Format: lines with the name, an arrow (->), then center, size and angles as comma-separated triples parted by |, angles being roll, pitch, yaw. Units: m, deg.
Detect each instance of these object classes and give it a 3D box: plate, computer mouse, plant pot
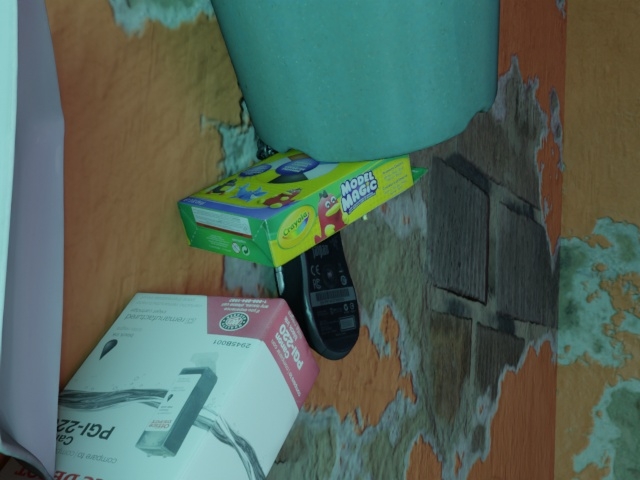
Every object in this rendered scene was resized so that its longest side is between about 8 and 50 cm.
plate -> -0.181, -0.008, 0.488 | 0.277, 0.045, 0.277 | 124, -37, -67
computer mouse -> 0.000, 0.000, 0.961 | 0.184, 0.060, 0.261 | -13, 89, -55
plant pot -> 0.026, -0.273, 0.776 | 0.341, 0.341, 0.334 | -53, 141, -47

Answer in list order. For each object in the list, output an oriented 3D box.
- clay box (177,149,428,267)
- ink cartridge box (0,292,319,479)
clay box -> -0.011, -0.051, 0.811 | 0.222, 0.127, 0.053 | -33, 121, -37
ink cartridge box -> -0.120, 0.145, 0.641 | 0.218, 0.159, 0.092 | -61, 140, -41
